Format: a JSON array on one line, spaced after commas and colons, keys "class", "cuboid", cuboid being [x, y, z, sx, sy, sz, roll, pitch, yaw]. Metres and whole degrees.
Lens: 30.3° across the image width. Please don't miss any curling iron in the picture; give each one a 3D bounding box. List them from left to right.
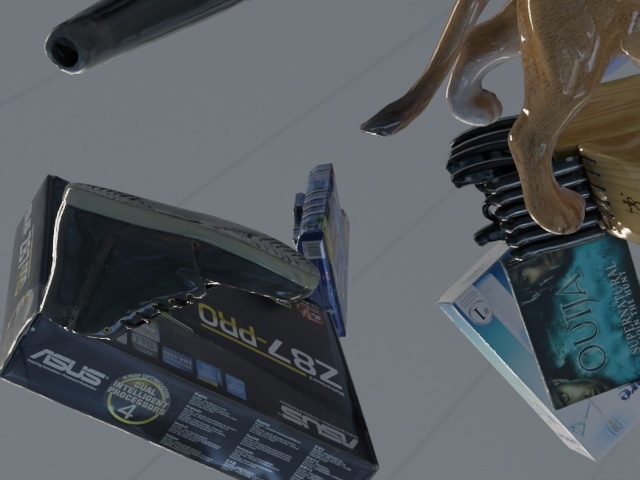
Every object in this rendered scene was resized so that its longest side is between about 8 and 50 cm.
[{"class": "curling iron", "cuboid": [-0.041, -0.124, 0.505, 0.068, 0.035, 0.274, 20, -144, 9]}]

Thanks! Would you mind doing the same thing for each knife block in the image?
[{"class": "knife block", "cuboid": [0.252, -0.084, 0.994, 0.276, 0.242, 0.088, -35, -59, -16]}]

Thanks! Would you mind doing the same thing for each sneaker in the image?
[{"class": "sneaker", "cuboid": [-0.116, 0.037, 0.974, 0.222, 0.118, 0.083, 17, -172, 8]}]

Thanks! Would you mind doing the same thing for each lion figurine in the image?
[{"class": "lion figurine", "cuboid": [0.220, -0.109, 0.626, 0.392, 0.240, 0.142, 9, -136, 6]}]

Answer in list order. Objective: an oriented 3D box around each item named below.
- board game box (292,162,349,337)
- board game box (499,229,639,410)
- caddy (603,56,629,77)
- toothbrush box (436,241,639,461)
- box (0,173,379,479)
[{"class": "board game box", "cuboid": [0.000, 0.000, 1.634, 0.060, 0.194, 0.194, -4, -141, 9]}, {"class": "board game box", "cuboid": [0.272, 0.079, 1.221, 0.026, 0.126, 0.186, -104, -9, -64]}, {"class": "caddy", "cuboid": [0.299, -0.318, 1.306, 0.241, 0.179, 0.341, 50, -156, 8]}, {"class": "toothbrush box", "cuboid": [0.344, 0.122, 1.643, 0.216, 0.126, 0.295, -42, -87, -5]}, {"class": "box", "cuboid": [-0.145, 0.109, 1.284, 0.395, 0.097, 0.318, 28, -159, -22]}]
